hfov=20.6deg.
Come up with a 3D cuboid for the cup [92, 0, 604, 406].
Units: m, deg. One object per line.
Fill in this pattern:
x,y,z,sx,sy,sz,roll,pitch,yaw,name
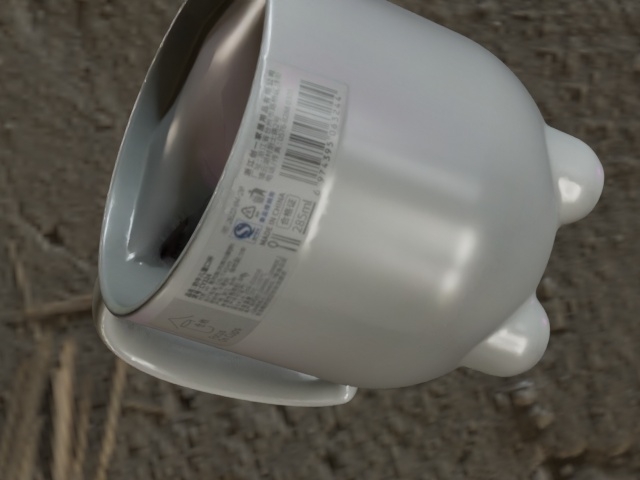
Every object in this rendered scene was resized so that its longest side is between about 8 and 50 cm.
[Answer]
0.005,0.002,0.622,0.173,0.142,0.134,-64,23,13,cup
